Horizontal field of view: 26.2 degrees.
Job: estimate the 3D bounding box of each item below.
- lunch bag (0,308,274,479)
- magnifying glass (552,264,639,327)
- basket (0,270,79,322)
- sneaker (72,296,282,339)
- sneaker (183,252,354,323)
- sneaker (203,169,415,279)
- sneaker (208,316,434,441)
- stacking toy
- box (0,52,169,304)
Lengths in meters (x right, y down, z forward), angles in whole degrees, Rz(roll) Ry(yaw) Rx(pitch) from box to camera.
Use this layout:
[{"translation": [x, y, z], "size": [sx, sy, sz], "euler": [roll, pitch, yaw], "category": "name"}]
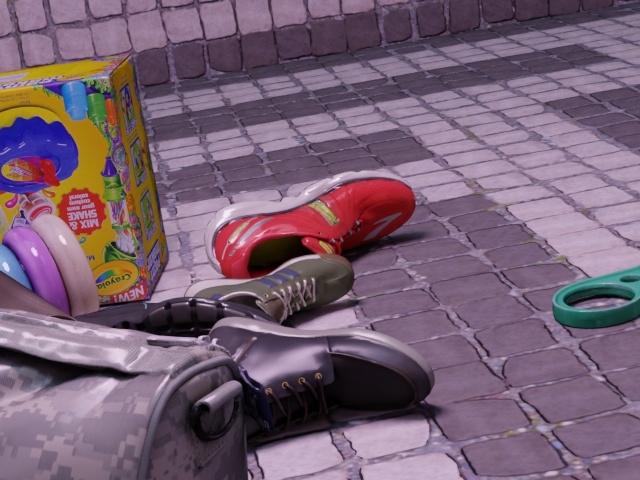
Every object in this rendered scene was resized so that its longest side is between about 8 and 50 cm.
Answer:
[{"translation": [-0.192, 0.163, 0.834], "size": [0.305, 0.256, 0.212], "euler": [10, 24, 18], "category": "lunch bag"}, {"translation": [0.332, 0.042, 1.450], "size": [0.231, 0.026, 0.092], "euler": [-21, 20, -38], "category": "magnifying glass"}, {"translation": [-0.343, 0.102, 1.342], "size": [0.227, 0.204, 0.154], "euler": [15, 9, 36], "category": "basket"}, {"translation": [-0.155, 0.093, 1.395], "size": [0.267, 0.101, 0.106], "euler": [-2, 15, 19], "category": "sneaker"}, {"translation": [-0.050, 0.069, 1.499], "size": [0.192, 0.064, 0.086], "euler": [-11, 24, -7], "category": "sneaker"}, {"translation": [0.000, 0.000, 1.683], "size": [0.279, 0.107, 0.118], "euler": [-17, 37, -18], "category": "sneaker"}, {"translation": [-0.015, 0.142, 1.236], "size": [0.222, 0.083, 0.118], "euler": [5, 39, 19], "category": "sneaker"}, {"translation": [-0.420, 0.088, 1.524], "size": [0.330, 0.141, 0.141], "euler": [-23, 21, -24], "category": "stacking toy"}, {"translation": [-0.363, -0.065, 1.714], "size": [0.290, 0.279, 0.177], "euler": [-8, 16, 4], "category": "box"}]
